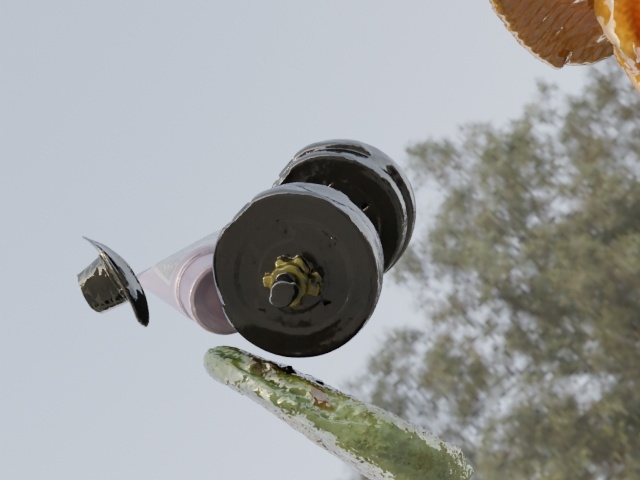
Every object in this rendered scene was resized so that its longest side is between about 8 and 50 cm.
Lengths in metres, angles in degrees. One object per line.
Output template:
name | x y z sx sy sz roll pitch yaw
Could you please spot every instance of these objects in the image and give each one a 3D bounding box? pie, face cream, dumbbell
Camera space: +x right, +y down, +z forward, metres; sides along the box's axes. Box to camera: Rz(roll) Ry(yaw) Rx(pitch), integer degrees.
pie | 0.011 0.189 1.473 0.323 0.323 0.071 37 -102 -41
face cream | -0.147 0.040 1.704 0.154 0.274 0.096 -32 -71 -8
dumbbell | 0.000 0.000 1.548 0.185 0.388 0.185 3 -73 11

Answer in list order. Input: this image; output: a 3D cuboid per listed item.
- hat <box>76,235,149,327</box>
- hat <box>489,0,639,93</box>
hat | -0.223 0.048 1.440 0.050 0.121 0.121 -33 -49 1
hat | 0.225 -0.096 0.620 0.233 0.233 0.244 -18 -34 -34
